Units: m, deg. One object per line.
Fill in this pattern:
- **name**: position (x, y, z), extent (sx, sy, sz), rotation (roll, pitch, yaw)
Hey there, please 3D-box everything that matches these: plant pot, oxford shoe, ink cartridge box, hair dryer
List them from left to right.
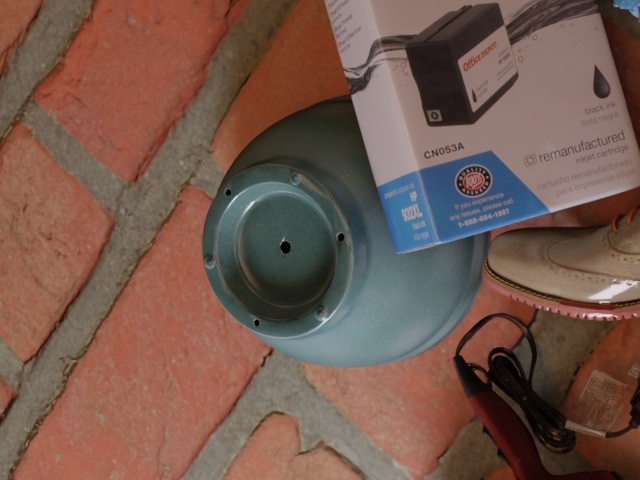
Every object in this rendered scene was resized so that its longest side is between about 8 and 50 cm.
- **plant pot**: position (0.000, 0.000, 1.554), extent (0.293, 0.196, 0.293), rotation (4, 99, 29)
- **ink cartridge box**: position (0.147, -0.165, 1.425), extent (0.223, 0.129, 0.308), rotation (-16, 89, -14)
- **hair dryer**: position (0.205, 0.224, 1.479), extent (0.223, 0.080, 0.294), rotation (14, 60, 27)
- **oxford shoe**: position (0.316, -0.006, 1.405), extent (0.348, 0.123, 0.130), rotation (-1, 120, 19)

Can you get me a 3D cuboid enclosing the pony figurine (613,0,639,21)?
- **pony figurine**: position (0.345, -0.291, 1.256), extent (0.364, 0.302, 0.351), rotation (64, 151, 9)
